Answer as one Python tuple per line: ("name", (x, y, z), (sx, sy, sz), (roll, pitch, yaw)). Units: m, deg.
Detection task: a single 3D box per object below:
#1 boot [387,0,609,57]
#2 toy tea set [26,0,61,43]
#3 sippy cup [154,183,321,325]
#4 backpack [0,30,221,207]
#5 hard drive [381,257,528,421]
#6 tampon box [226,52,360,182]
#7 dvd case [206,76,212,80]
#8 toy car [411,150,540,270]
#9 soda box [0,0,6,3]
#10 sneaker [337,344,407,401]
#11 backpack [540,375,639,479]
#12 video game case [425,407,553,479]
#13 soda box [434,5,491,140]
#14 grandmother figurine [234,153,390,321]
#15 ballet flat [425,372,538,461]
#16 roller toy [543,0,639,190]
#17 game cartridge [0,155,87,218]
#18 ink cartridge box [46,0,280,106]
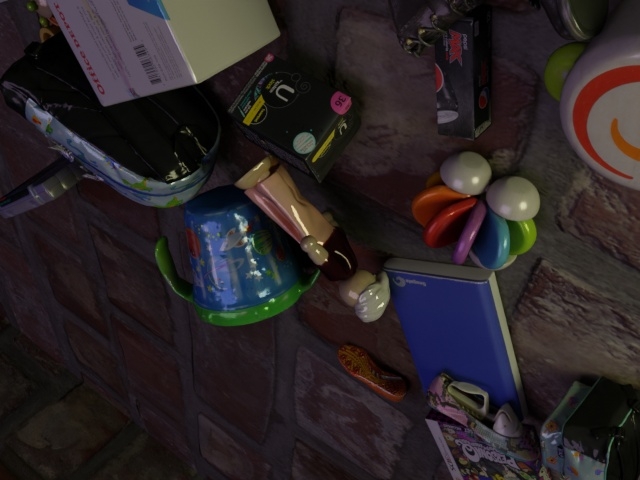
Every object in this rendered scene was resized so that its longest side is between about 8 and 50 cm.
("boot", (0.176, -0.279, 0.743), (0.229, 0.091, 0.263), (-35, 62, 46))
("toy tea set", (-0.530, -0.361, 1.397), (0.200, 0.124, 0.336), (5, 127, 42))
("sippy cup", (-0.162, 0.014, 1.311), (0.240, 0.305, 0.224), (37, 143, 59))
("backpack", (-0.353, -0.225, 1.253), (0.355, 0.290, 0.273), (31, 150, 10))
("hard drive", (0.245, 0.180, 1.206), (0.210, 0.040, 0.319), (6, 128, 42))
("tampon box", (-0.040, -0.192, 1.049), (0.161, 0.120, 0.101), (32, 173, 19))
("dvd case", (-0.192, -0.389, 1.127), (0.164, 0.018, 0.221), (53, 143, -9))
("toy car", (0.216, -0.026, 0.962), (0.182, 0.136, 0.159), (32, 141, 19))
("soda box", (-0.398, -0.462, 1.035), (0.098, 0.286, 0.091), (7, 129, 41))
("sneaker", (0.105, 0.291, 1.433), (0.175, 0.064, 0.067), (36, 153, 18))
("backpack", (0.435, 0.329, 1.051), (0.144, 0.166, 0.188), (7, 125, 44))
("video game case", (0.347, 0.444, 1.350), (0.232, 0.042, 0.210), (0, 125, 45))
("soda box", (0.188, -0.220, 0.878), (0.060, 0.053, 0.169), (18, 135, 33))
("grandmother figurine", (0.000, 0.000, 1.162), (0.104, 0.208, 0.342), (-36, 99, 28))
("ballet flat", (0.294, 0.311, 1.194), (0.221, 0.077, 0.079), (29, 121, 23))
("roller toy", (0.363, -0.157, 0.686), (0.209, 0.146, 0.191), (47, 151, -14))
("game cartridge", (-0.648, -0.154, 1.621), (0.355, 0.230, 0.068), (-9, 117, 48))
("ink cartridge box", (-0.248, -0.351, 1.035), (0.270, 0.197, 0.198), (2, 124, 43))
